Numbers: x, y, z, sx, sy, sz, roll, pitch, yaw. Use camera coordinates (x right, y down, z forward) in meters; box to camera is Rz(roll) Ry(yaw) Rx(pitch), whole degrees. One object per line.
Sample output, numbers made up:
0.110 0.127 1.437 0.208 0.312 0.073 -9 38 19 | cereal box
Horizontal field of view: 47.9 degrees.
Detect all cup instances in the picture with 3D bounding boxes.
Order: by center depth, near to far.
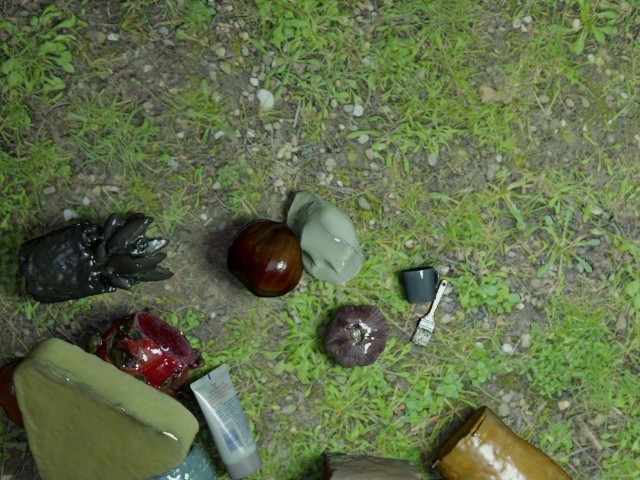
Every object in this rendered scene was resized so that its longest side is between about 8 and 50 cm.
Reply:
0.242 0.102 1.694 0.100 0.078 0.077 -11 94 -33 | cup

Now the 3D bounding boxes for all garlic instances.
0.082 0.221 1.664 0.159 0.102 0.147 -29 90 -2 | garlic

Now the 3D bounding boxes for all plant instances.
-0.496 0.036 1.611 0.320 0.194 0.182 -16 92 1 | plant

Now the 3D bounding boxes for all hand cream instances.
-0.216 0.417 1.647 0.083 0.133 0.248 -20 90 28 | hand cream

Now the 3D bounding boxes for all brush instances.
0.266 0.170 1.716 0.043 0.014 0.170 23 87 -2 | brush

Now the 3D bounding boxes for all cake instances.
0.101 0.636 1.586 0.230 0.237 0.309 5 85 -4 | cake

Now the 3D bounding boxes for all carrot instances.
0.426 0.551 1.606 0.340 0.224 0.224 43 87 8 | carrot

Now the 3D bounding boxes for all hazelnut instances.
-0.115 0.042 1.617 0.178 0.204 0.178 -2 98 -15 | hazelnut

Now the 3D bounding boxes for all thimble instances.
-0.347 0.572 1.587 0.250 0.205 0.172 -23 93 -9 | thimble

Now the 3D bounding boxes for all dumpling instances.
-0.003 -0.003 1.674 0.216 0.126 0.166 43 114 -8 | dumpling

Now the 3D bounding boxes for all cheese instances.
-0.488 0.412 1.521 0.383 0.104 0.384 5 120 9 | cheese

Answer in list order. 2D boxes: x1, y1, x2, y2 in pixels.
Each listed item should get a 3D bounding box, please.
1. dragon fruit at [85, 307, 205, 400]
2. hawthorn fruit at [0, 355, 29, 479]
-0.373 0.248 1.611 0.282 0.211 0.147 33 87 -25 | dragon fruit
-0.648 0.401 1.617 0.165 0.165 0.286 1 92 -2 | hawthorn fruit
